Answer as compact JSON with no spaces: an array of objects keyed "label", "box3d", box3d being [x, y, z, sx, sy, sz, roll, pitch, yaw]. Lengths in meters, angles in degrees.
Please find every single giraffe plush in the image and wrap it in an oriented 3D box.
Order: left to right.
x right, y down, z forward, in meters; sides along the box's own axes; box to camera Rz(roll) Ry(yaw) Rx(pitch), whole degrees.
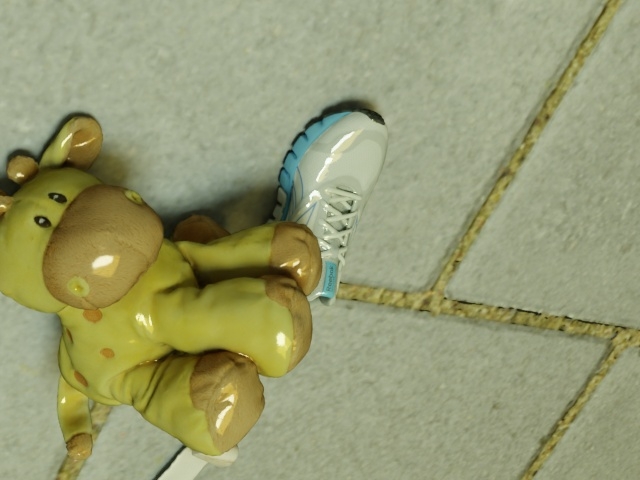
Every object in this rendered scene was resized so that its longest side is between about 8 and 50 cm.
[{"label":"giraffe plush","box3d":[-0.126,0.020,0.777,0.210,0.181,0.170,-14,131,26]}]

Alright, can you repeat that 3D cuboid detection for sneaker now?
[{"label":"sneaker","box3d":[0.000,0.000,0.870,0.071,0.083,0.190,13,116,-37]}]

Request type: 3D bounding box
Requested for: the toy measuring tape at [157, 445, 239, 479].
[{"label":"toy measuring tape","box3d":[-0.168,0.297,0.987,0.330,0.121,0.121,-46,135,9]}]
